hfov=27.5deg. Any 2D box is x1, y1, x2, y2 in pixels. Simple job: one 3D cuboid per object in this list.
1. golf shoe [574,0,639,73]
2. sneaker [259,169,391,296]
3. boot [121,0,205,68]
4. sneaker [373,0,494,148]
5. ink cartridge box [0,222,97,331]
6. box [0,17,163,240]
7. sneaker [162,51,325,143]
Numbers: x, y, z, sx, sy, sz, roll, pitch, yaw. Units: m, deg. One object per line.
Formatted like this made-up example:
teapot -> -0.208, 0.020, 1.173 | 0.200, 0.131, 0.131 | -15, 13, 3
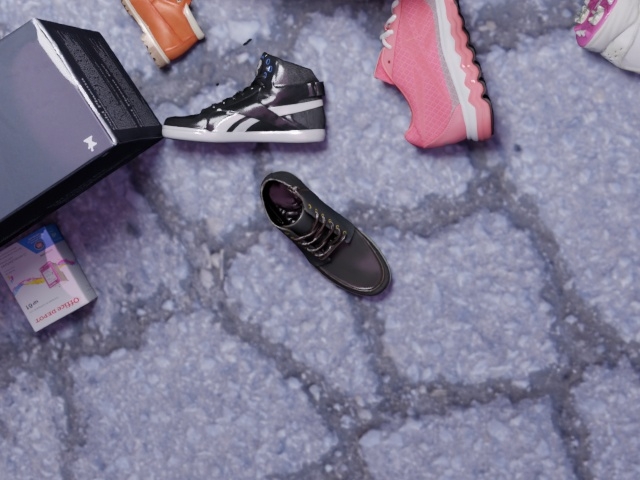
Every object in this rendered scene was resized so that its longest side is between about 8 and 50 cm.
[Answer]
golf shoe -> 0.460, -0.349, 1.673 | 0.140, 0.115, 0.306 | 34, 104, -11
sneaker -> 0.000, 0.000, 1.728 | 0.222, 0.118, 0.083 | 41, 97, -1
boot -> -0.219, -0.317, 1.741 | 0.085, 0.059, 0.158 | -30, 102, 4
sneaker -> 0.122, -0.264, 1.693 | 0.136, 0.116, 0.313 | -18, 94, 9
ink cartridge box -> -0.377, 0.051, 1.792 | 0.089, 0.052, 0.122 | -29, 95, 6
box -> -0.404, -0.109, 1.645 | 0.343, 0.312, 0.179 | -33, 94, 6
sneaker -> -0.101, -0.190, 1.739 | 0.217, 0.079, 0.121 | 0, 93, -5
